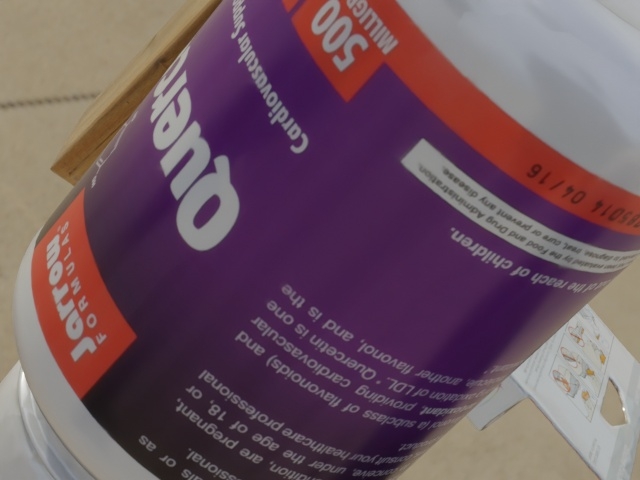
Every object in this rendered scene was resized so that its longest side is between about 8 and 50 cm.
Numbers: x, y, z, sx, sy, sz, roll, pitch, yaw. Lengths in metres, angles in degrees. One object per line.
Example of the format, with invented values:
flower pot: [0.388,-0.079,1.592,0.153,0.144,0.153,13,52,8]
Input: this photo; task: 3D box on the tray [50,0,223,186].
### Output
tray: [-0.025,-0.081,1.115,0.202,0.411,0.076,34,60,-14]

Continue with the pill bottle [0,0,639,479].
pill bottle: [0.000,0.000,0.644,0.181,0.323,0.181,32,30,-21]

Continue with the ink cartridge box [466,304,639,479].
ink cartridge box: [0.175,0.091,1.377,0.239,0.060,0.275,50,23,-4]
